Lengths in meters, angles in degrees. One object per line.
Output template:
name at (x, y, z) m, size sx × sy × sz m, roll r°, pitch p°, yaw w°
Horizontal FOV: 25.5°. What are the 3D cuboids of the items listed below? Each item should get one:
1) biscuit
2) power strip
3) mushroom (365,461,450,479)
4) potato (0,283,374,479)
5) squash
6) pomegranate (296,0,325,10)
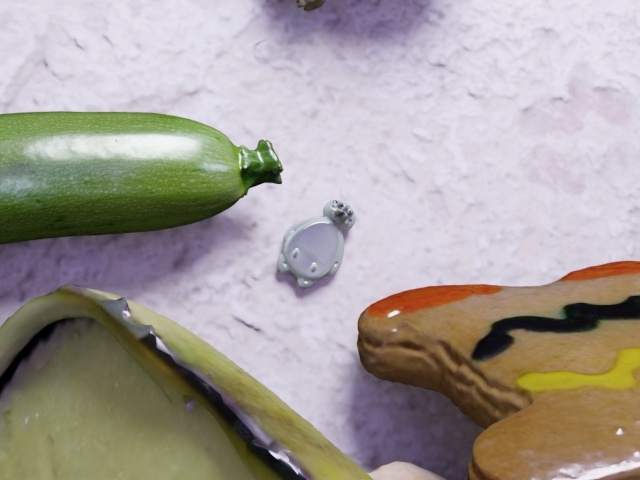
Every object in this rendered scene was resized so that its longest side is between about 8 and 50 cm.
biscuit at (0.243, 0.092, 1.065) m, size 0.368 × 0.394 × 0.076 m, roll -7°, pitch 108°, yaw -14°
power strip at (0.000, 0.000, 1.205) m, size 0.055 × 0.035 × 0.083 m, roll 39°, pitch 76°, yaw -3°
mushroom at (0.168, 0.261, 1.101) m, size 0.290 × 0.292 × 0.292 m, roll 25°, pitch 71°, yaw 30°
potato at (-0.123, 0.186, 1.061) m, size 0.330 × 0.213 × 0.280 m, roll -44°, pitch 62°, yaw 17°
squash at (-0.226, -0.049, 1.127) m, size 0.395 × 0.107 × 0.107 m, roll -6°, pitch 80°, yaw -13°
pomegranate at (0.041, -0.298, 1.214) m, size 0.187 × 0.187 × 0.225 m, roll 39°, pitch 98°, yaw -3°
